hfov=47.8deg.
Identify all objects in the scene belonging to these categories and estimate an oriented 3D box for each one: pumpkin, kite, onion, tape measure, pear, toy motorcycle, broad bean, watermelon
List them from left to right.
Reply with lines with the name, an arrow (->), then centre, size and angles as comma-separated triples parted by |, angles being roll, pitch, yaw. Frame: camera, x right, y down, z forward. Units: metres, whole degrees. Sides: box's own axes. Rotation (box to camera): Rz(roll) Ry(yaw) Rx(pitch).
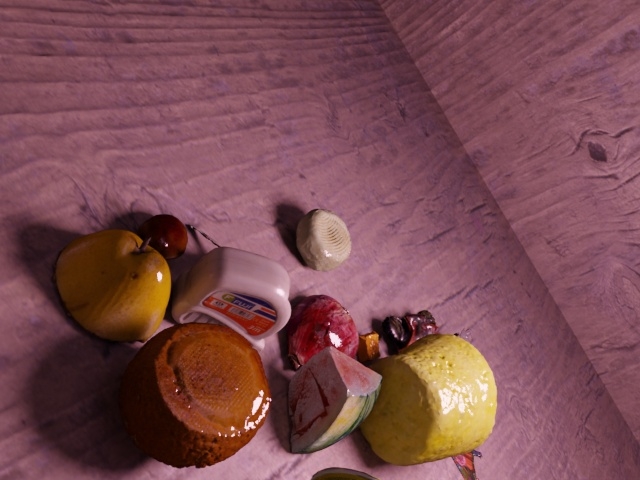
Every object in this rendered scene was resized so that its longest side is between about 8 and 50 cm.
pear -> -0.394, 0.076, 1.488 | 0.267, 0.178, 0.267 | 29, 47, -36
broad bean -> -0.364, -0.007, 1.679 | 0.114, 0.084, 0.165 | 59, 22, -2
tape measure -> -0.192, 0.134, 1.660 | 0.258, 0.265, 0.130 | 28, 40, -29
kite -> -0.200, 0.054, 1.801 | 0.314, 0.011, 0.335 | 35, 2, 14
onion -> 0.012, 0.260, 1.945 | 0.227, 0.120, 0.283 | 52, 32, -2
watermelon -> 0.026, 0.396, 1.820 | 0.201, 0.213, 0.261 | 52, 23, 20
pumpkin -> 0.138, 0.314, 2.135 | 0.074, 0.054, 0.083 | -5, 89, -52
toy motorcycle -> 0.349, 0.324, 2.343 | 0.401, 0.134, 0.207 | -2, 66, -53
kite -> 0.457, 0.669, 2.314 | 0.234, 0.016, 0.321 | 33, 40, -35

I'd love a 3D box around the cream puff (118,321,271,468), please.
cream puff -> -0.261, 0.313, 1.444 | 0.303, 0.212, 0.303 | 24, 45, -28

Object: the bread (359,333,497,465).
bread -> 0.282, 0.434, 1.975 | 0.307, 0.348, 0.348 | 3, 62, -47

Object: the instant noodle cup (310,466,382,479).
instant noodle cup -> 0.058, 0.673, 1.530 | 0.311, 0.311, 0.221 | 52, 43, -11

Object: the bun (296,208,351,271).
bun -> 0.000, 0.000, 2.145 | 0.195, 0.118, 0.195 | 27, 50, -37
